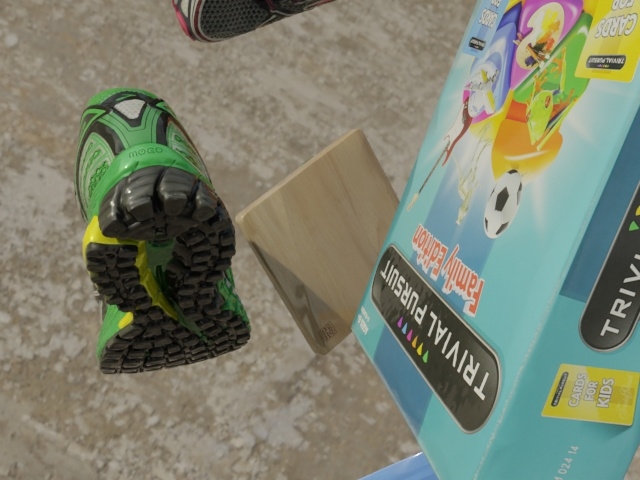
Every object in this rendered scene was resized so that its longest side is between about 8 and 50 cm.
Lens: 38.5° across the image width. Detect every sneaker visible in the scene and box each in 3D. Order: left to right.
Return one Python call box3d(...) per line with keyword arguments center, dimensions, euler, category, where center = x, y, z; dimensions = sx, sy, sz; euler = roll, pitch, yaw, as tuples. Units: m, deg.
box3d(center=(-0.131, 0.008, 0.765), dimensions=(0.134, 0.343, 0.146), euler=(-9, 60, -15), category="sneaker")
box3d(center=(0.007, -0.257, 0.812), dimensions=(0.121, 0.299, 0.112), euler=(54, 12, -58), category="sneaker")

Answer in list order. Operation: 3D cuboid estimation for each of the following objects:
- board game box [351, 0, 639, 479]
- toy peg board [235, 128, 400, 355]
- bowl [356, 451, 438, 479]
box3d(center=(0.132, -0.047, 0.518), dimensions=(0.079, 0.336, 0.254), euler=(18, 11, -14), category="board game box")
box3d(center=(0.000, 0.000, 0.911), dimensions=(0.160, 0.079, 0.161), euler=(-39, 111, -26), category="toy peg board")
box3d(center=(0.183, 0.355, 1.408), dimensions=(0.391, 0.391, 0.077), euler=(-10, 69, -43), category="bowl")
